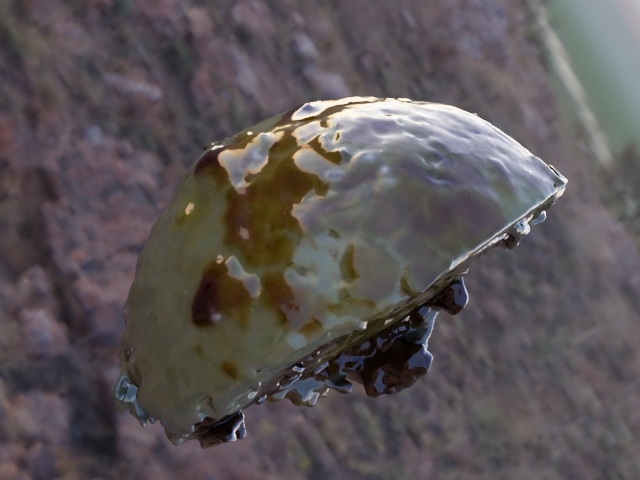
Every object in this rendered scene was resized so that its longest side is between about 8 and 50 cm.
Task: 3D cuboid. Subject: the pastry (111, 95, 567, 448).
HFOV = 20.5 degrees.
[{"bbox_3d":[-0.002,-0.002,1.015,0.256,0.237,0.170,-20,71,-43],"label":"pastry"}]
